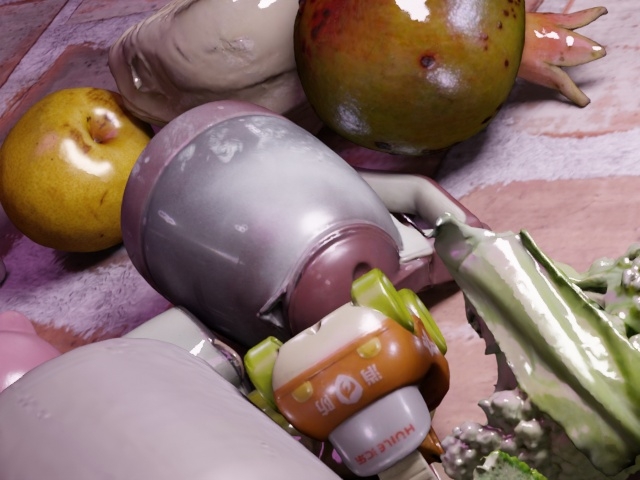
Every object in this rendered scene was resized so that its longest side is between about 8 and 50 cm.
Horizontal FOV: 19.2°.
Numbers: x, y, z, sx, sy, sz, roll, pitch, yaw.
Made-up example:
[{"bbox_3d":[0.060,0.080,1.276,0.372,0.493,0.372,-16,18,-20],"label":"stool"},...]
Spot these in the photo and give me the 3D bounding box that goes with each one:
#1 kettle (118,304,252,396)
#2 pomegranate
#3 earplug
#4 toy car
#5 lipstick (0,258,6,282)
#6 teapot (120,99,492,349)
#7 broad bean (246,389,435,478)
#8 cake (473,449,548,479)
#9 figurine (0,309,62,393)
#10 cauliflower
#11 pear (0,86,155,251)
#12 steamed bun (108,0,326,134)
[{"bbox_3d":[-0.204,0.187,1.928,0.255,0.165,0.240,-39,7,-14],"label":"kettle"},{"bbox_3d":[0.123,-0.224,2.053,0.291,0.323,0.291,-24,60,51],"label":"pomegranate"},{"bbox_3d":[-0.109,0.286,1.559,0.312,0.313,0.394,-43,33,-11],"label":"earplug"},{"bbox_3d":[0.060,0.158,1.655,0.145,0.235,0.235,-33,32,7],"label":"toy car"},{"bbox_3d":[-0.469,0.045,2.474,0.141,0.040,0.040,-8,42,37],"label":"lipstick"},{"bbox_3d":[0.000,0.000,1.952,0.315,0.233,0.312,-19,31,-26],"label":"teapot"},{"bbox_3d":[0.016,0.173,1.829,0.206,0.072,0.153,-14,40,12],"label":"broad bean"},{"bbox_3d":[0.182,0.250,1.407,0.099,0.235,0.100,9,59,36],"label":"cake"},{"bbox_3d":[-0.345,0.178,2.061,0.173,0.173,0.173,-25,34,18],"label":"figurine"},{"bbox_3d":[0.189,0.079,1.569,0.256,0.315,0.239,-42,-4,41],"label":"cauliflower"},{"bbox_3d":[-0.300,-0.080,2.330,0.209,0.209,0.209,-25,34,18],"label":"pear"},{"bbox_3d":[-0.075,-0.218,2.277,0.324,0.219,0.309,-21,10,41],"label":"steamed bun"}]
